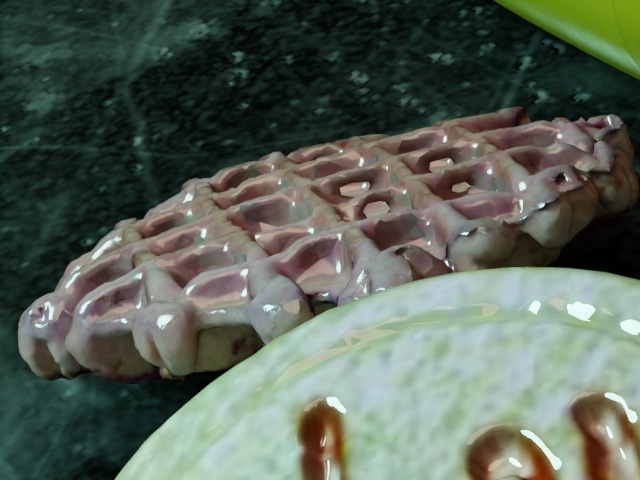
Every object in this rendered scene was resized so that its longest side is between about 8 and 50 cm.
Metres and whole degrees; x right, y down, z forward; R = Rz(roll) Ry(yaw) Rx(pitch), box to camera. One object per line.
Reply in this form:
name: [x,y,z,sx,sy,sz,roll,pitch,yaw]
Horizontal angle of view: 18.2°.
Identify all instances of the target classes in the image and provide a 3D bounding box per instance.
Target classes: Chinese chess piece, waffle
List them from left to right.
waffle: [0.000,0.000,0.778,0.234,0.055,0.221,-7,16,39]
Chinese chess piece: [0.046,0.134,0.565,0.270,0.112,0.270,-15,42,14]

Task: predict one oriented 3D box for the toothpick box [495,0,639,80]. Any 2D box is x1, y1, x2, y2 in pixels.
toothpick box: [0.140,-0.171,0.906,0.175,0.175,0.271,-31,36,-20]
